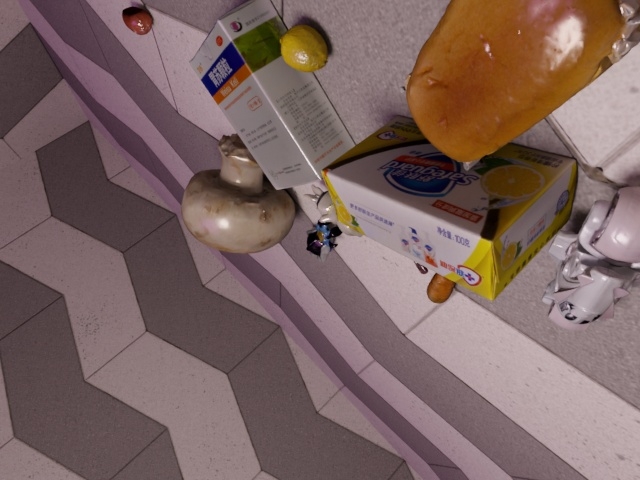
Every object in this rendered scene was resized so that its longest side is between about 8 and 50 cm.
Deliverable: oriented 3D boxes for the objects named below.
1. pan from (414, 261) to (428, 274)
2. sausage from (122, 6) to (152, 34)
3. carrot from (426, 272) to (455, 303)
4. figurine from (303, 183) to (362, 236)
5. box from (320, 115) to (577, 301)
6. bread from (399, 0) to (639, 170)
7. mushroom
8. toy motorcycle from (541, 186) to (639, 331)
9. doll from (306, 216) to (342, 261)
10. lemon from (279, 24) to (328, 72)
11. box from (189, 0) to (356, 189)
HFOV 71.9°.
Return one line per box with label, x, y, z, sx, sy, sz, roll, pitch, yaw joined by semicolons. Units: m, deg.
pan;0.146;-0.037;0.783;0.212;0.040;0.115;59;158;-5
sausage;-0.456;-0.548;1.102;0.094;0.059;0.054;36;156;35
carrot;0.226;0.061;0.791;0.047;0.047;0.191;40;157;23
figurine;0.034;-0.056;0.927;0.146;0.081;0.098;30;152;42
box;0.152;-0.058;0.564;0.265;0.168;0.097;32;151;43
bread;0.172;-0.170;0.406;0.136;0.107;0.241;51;160;5
mushroom;-0.200;-0.121;1.119;0.297;0.298;0.290;34;118;37
toy motorcycle;0.304;0.043;0.489;0.112;0.112;0.254;38;162;29
doll;0.000;0.000;1.119;0.096;0.070;0.195;61;155;13
lemon;-0.027;-0.289;0.666;0.092;0.065;0.065;39;157;22
box;-0.089;-0.246;0.807;0.299;0.106;0.200;55;157;-18
